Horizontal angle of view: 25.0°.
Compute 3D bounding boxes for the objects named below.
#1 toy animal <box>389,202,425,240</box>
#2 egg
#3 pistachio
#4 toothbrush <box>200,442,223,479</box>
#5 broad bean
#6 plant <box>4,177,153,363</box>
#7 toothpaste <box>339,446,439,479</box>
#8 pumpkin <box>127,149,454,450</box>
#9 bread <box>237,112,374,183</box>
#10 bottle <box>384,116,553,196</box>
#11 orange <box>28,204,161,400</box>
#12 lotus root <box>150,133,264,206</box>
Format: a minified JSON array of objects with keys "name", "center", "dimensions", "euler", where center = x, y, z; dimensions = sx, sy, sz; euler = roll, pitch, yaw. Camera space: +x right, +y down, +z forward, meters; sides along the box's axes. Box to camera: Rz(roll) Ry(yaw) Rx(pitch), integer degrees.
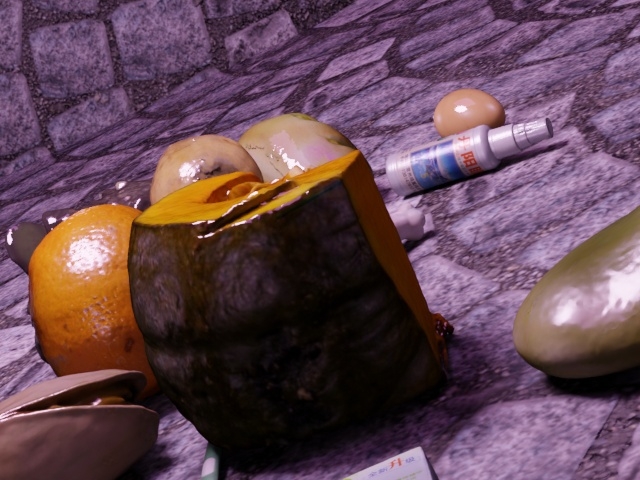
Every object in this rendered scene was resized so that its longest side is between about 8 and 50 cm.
[{"name":"toy animal","center":[-0.001,0.002,1.589],"dimensions":[0.282,0.140,0.138],"euler":[-33,3,-19]},{"name":"egg","center":[0.200,-0.162,1.920],"dimensions":[0.080,0.080,0.096],"euler":[-35,26,-30]},{"name":"pistachio","center":[-0.256,0.191,1.391],"dimensions":[0.206,0.131,0.129],"euler":[-27,57,-4]},{"name":"toothbrush","center":[-0.097,0.186,1.364],"dimensions":[0.018,0.024,0.257],"euler":[-24,17,8]},{"name":"broad bean","center":[0.279,0.030,1.172],"dimensions":[0.263,0.121,0.189],"euler":[-38,19,11]},{"name":"plant","center":[-0.245,0.027,1.803],"dimensions":[0.276,0.199,0.188],"euler":[-21,10,1]},{"name":"toothpaste","center":[-0.065,0.252,1.026],"dimensions":[0.336,0.067,0.081],"euler":[-24,13,3]},{"name":"pumpkin","center":[-0.041,0.051,1.332],"dimensions":[0.303,0.225,0.256],"euler":[-13,15,38]},{"name":"bread","center":[-0.029,-0.100,1.923],"dimensions":[0.158,0.156,0.261],"euler":[-33,18,-21]},{"name":"bottle","center":[0.187,-0.112,1.811],"dimensions":[0.217,0.060,0.060],"euler":[-18,17,26]},{"name":"orange","center":[-0.231,0.071,1.577],"dimensions":[0.170,0.224,0.224],"euler":[-9,13,-11]},{"name":"lotus root","center":[-0.127,-0.057,1.618],"dimensions":[0.125,0.118,0.221],"euler":[-56,17,5]}]
